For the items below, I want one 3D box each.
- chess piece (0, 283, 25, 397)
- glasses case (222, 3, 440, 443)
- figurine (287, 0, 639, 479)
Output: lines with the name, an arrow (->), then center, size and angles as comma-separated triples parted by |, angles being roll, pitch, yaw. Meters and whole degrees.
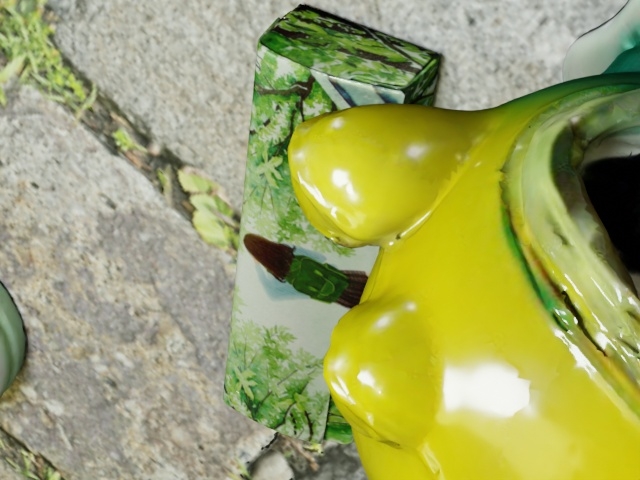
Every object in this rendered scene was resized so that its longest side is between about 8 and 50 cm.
chess piece -> -0.327, 0.122, 1.244 | 0.139, 0.272, 0.139 | 16, 129, 21
glasses case -> 0.000, 0.000, 1.090 | 0.095, 0.062, 0.272 | 22, 131, 19
figurine -> 0.139, 0.031, 0.830 | 0.323, 0.340, 0.231 | 49, 134, -4
